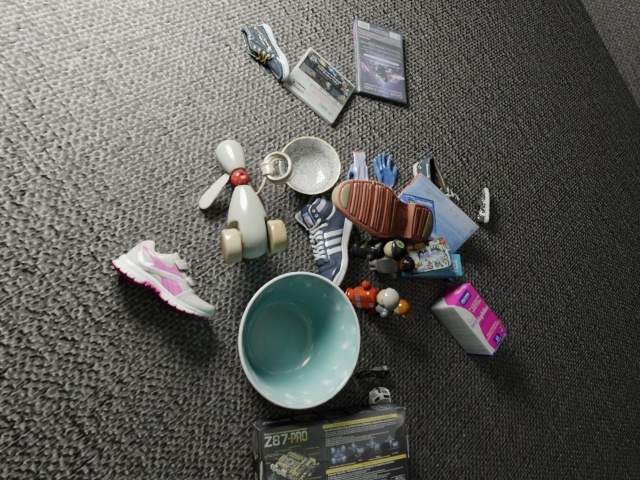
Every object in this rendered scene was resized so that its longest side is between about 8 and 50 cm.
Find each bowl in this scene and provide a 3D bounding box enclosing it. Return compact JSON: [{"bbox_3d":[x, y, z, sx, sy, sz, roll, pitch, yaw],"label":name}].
[{"bbox_3d":[-0.075,0.242,1.053,0.312,0.163,0.311,7,76,-27],"label":"bowl"},{"bbox_3d":[-0.035,-0.199,1.204,0.170,0.080,0.169,2,76,-10],"label":"bowl"}]

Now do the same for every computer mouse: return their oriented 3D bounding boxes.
[{"bbox_3d":[0.163,0.455,1.204,0.106,0.042,0.192,-4,79,-27],"label":"computer mouse"}]

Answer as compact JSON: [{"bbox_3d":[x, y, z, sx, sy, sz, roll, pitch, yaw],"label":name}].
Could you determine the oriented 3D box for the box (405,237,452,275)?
[{"bbox_3d":[0.323,0.048,1.288,0.137,0.027,0.093,-10,78,-18],"label":"box"}]

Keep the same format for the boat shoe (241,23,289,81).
[{"bbox_3d":[-0.162,-0.538,1.232,0.083,0.065,0.183,-23,84,-28],"label":"boat shoe"}]

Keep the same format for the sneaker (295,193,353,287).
[{"bbox_3d":[0.000,0.000,1.178,0.153,0.099,0.282,25,62,-27],"label":"sneaker"}]

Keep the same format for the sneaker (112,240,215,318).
[{"bbox_3d":[-0.340,0.089,0.980,0.252,0.103,0.111,40,66,-16],"label":"sneaker"}]

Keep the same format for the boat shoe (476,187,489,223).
[{"bbox_3d":[0.591,-0.129,1.551,0.040,0.049,0.142,3,68,12],"label":"boat shoe"}]

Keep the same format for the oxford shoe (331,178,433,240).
[{"bbox_3d":[0.158,-0.074,1.213,0.397,0.147,0.140,19,83,-42],"label":"oxford shoe"}]

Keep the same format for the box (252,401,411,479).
[{"bbox_3d":[0.035,0.594,1.053,0.395,0.097,0.317,-1,82,-20],"label":"box"}]

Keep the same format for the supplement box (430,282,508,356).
[{"bbox_3d":[0.478,0.257,1.372,0.220,0.114,0.111,48,63,-9],"label":"supplement box"}]

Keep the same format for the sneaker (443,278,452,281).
[{"bbox_3d":[0.415,0.086,1.415,0.098,0.038,0.069,46,64,-13],"label":"sneaker"}]

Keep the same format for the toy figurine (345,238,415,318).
[{"bbox_3d":[0.179,0.109,1.181,0.209,0.148,0.212,37,58,-55],"label":"toy figurine"}]

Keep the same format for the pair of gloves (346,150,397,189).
[{"bbox_3d":[0.167,-0.209,1.356,0.198,0.023,0.159,2,78,-28],"label":"pair of gloves"}]

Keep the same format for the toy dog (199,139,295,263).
[{"bbox_3d":[-0.197,-0.076,1.089,0.220,0.161,0.333,12,61,-17],"label":"toy dog"}]

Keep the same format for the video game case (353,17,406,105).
[{"bbox_3d":[0.205,-0.610,1.460,0.196,0.026,0.273,4,78,-27],"label":"video game case"}]

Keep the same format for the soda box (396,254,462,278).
[{"bbox_3d":[0.333,0.082,1.335,0.210,0.067,0.071,1,78,-17],"label":"soda box"}]

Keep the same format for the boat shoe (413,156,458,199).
[{"bbox_3d":[0.399,-0.159,1.435,0.095,0.079,0.254,-19,89,-31],"label":"boat shoe"}]

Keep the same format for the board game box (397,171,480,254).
[{"bbox_3d":[0.375,-0.079,1.391,0.281,0.027,0.145,39,100,-16],"label":"board game box"}]

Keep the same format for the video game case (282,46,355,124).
[{"bbox_3d":[0.000,-0.481,1.326,0.190,0.022,0.173,36,66,-16],"label":"video game case"}]
